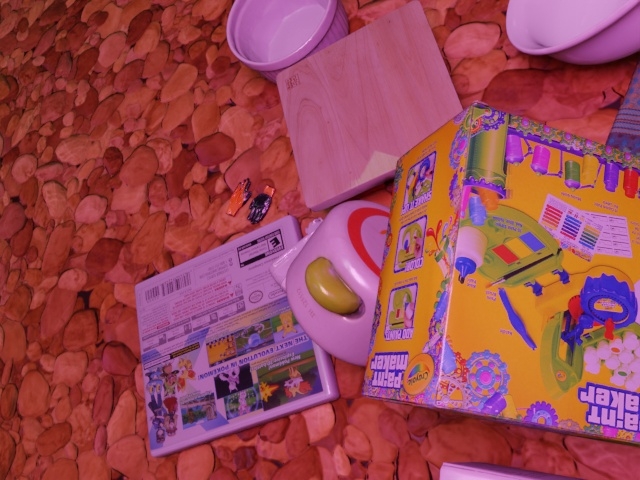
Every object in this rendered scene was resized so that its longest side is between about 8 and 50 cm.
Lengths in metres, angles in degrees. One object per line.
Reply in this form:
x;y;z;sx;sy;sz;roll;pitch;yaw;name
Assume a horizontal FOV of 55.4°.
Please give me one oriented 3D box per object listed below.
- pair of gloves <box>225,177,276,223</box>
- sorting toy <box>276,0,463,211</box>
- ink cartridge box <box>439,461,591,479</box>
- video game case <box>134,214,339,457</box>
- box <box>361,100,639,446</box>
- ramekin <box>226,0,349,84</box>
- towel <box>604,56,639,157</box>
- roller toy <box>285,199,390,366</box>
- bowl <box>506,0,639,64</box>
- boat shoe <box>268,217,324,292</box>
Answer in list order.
-0.120;-0.068;1.049;0.083;0.010;0.074;21;82;29;pair of gloves
0.083;-0.192;0.937;0.255;0.089;0.257;-23;63;19;sorting toy
0.261;0.338;0.589;0.270;0.197;0.198;1;74;28;ink cartridge box
-0.150;0.152;0.973;0.329;0.036;0.300;-23;63;19;video game case
0.225;0.052;0.634;0.177;0.290;0.279;148;135;-69;box
-0.049;-0.368;1.059;0.207;0.109;0.207;-9;69;25;ramekin
0.532;-0.215;0.731;0.271;0.040;0.370;20;83;32;towel
0.061;0.059;0.791;0.146;0.209;0.191;-52;22;35;roller toy
0.390;-0.333;0.762;0.298;0.134;0.298;-48;26;33;bowl
0.000;0.000;0.914;0.184;0.066;0.063;-46;67;-2;boat shoe
